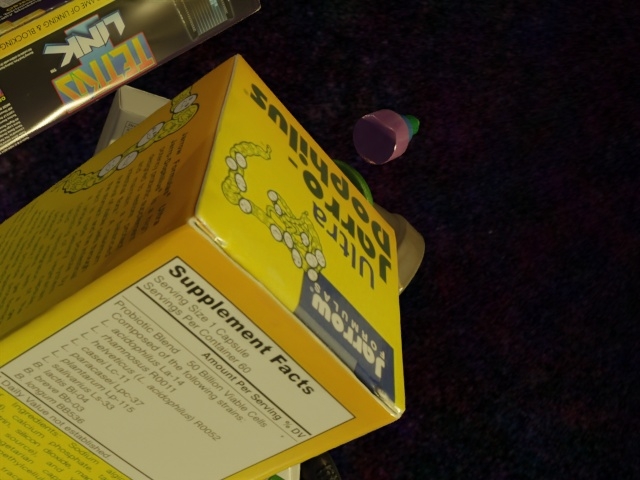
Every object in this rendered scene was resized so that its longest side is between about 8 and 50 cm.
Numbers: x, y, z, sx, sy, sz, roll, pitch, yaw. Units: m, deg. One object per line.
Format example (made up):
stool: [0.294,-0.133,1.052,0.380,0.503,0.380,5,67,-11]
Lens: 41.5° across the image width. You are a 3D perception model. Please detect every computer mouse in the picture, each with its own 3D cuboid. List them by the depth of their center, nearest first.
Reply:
computer mouse: [0.026,0.410,1.204,0.242,0.041,0.071,65,148,21]

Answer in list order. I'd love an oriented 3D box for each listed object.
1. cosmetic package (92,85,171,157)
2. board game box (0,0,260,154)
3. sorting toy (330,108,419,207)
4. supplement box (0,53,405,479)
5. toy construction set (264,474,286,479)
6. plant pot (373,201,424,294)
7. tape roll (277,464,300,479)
cosmetic package: [-0.331,-0.100,1.502,0.309,0.160,0.113,-62,27,24]
board game box: [-0.137,-0.106,0.413,0.141,0.170,0.048,31,149,50]
sorting toy: [0.038,-0.050,1.208,0.127,0.126,0.365,47,130,15]
supplement box: [-0.141,0.070,0.609,0.356,0.195,0.194,-30,122,24]
toy construction set: [-0.109,0.264,1.293,0.237,0.309,0.257,30,140,-1]
plant pot: [0.000,0.000,1.687,0.323,0.323,0.280,-29,112,34]
tape roll: [-0.093,0.329,1.532,0.100,0.286,0.286,-1,103,3]
